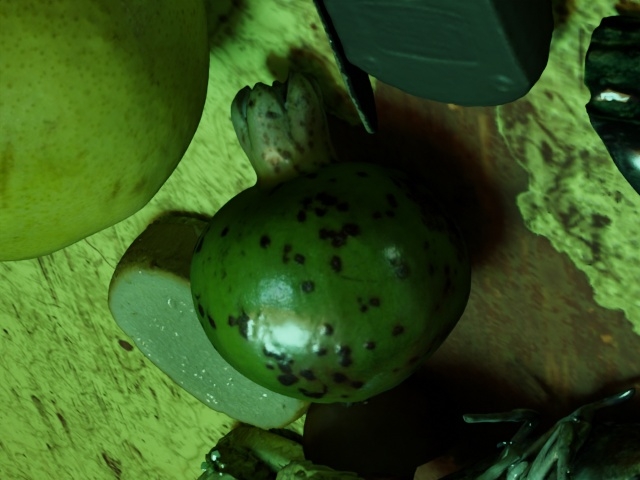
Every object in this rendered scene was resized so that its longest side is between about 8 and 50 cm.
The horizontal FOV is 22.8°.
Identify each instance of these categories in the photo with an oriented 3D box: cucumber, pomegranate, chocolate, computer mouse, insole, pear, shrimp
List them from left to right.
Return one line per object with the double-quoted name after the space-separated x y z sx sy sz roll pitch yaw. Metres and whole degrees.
-0.226 -0.142 1.093 0.314 0.314 0.314 29 149 19 "pear"
-0.020 -0.201 0.968 0.009 0.119 0.348 -16 134 10 "insole"
0.000 0.000 1.145 0.202 0.202 0.247 -10 97 54 "pomegranate"
0.057 0.173 1.367 0.133 0.124 0.127 -25 110 28 "chocolate"
0.054 -0.188 0.903 0.138 0.086 0.269 13 150 31 "computer mouse"
0.182 0.211 1.246 0.221 0.166 0.410 43 163 -11 "shrimp"
0.241 -0.051 0.892 0.193 0.085 0.115 13 139 29 "cucumber"

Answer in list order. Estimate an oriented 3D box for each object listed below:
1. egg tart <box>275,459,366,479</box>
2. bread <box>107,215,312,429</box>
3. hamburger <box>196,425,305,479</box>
0.041 0.276 1.285 0.252 0.098 0.232 30 160 32 "egg tart"
-0.090 0.077 1.448 0.236 0.070 0.236 29 150 19 "bread"
-0.044 0.297 1.643 0.189 0.122 0.215 24 149 23 "hamburger"
